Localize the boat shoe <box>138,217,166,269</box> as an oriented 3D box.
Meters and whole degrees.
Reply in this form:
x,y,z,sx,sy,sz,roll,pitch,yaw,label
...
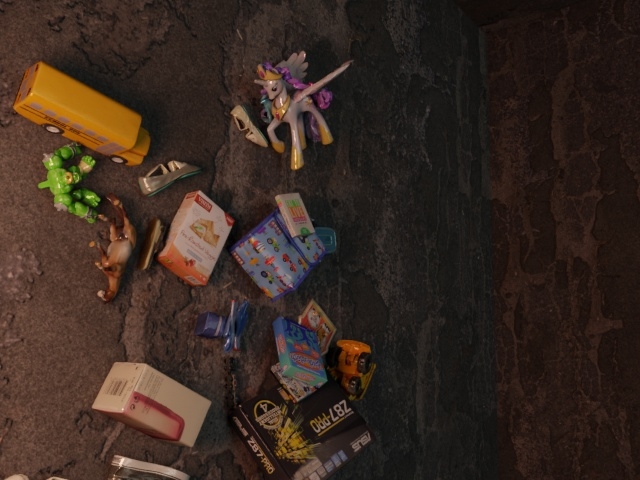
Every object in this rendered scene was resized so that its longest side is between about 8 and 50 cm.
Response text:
x,y,z,sx,sy,sz,roll,pitch,yaw,label
-0.449,0.013,1.569,0.049,0.056,0.152,29,62,-38,boat shoe

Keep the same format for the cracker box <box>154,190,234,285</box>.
x,y,z,sx,sy,sz,roll,pitch,yaw,label
-0.358,-0.006,1.673,0.156,0.067,0.232,44,52,-37,cracker box

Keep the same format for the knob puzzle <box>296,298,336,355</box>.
x,y,z,sx,sy,sz,roll,pitch,yaw,label
-0.019,0.332,2.045,0.213,0.030,0.212,11,75,-49,knob puzzle

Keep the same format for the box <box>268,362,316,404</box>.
x,y,z,sx,sy,sz,roll,pitch,yaw,label
-0.087,0.439,1.828,0.094,0.027,0.137,-17,60,-50,box

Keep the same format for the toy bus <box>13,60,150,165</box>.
x,y,z,sx,sy,sz,roll,pitch,yaw,label
-0.565,-0.300,1.429,0.333,0.130,0.108,26,64,-45,toy bus

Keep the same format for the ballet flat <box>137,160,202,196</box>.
x,y,z,sx,sy,sz,roll,pitch,yaw,label
-0.420,-0.190,1.630,0.213,0.072,0.068,-36,107,-46,ballet flat

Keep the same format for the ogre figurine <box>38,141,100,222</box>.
x,y,z,sx,sy,sz,roll,pitch,yaw,label
-0.601,-0.138,1.394,0.118,0.097,0.196,-17,113,-68,ogre figurine

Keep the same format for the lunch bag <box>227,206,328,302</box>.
x,y,z,sx,sy,sz,roll,pitch,yaw,label
-0.111,0.017,1.869,0.221,0.138,0.293,51,45,-7,lunch bag

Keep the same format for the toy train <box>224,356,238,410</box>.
x,y,z,sx,sy,sz,roll,pitch,yaw,label
-0.267,0.427,1.736,0.036,0.027,0.158,8,77,-60,toy train

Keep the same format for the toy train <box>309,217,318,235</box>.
x,y,z,sx,sy,sz,roll,pitch,yaw,label
-0.057,0.001,2.000,0.105,0.080,0.183,-2,80,-20,toy train

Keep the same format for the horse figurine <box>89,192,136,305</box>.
x,y,z,sx,sy,sz,roll,pitch,yaw,label
-0.515,0.012,1.453,0.174,0.066,0.263,83,9,-60,horse figurine

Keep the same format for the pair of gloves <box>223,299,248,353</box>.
x,y,z,sx,sy,sz,roll,pitch,yaw,label
-0.248,0.253,1.717,0.198,0.023,0.159,55,42,-79,pair of gloves

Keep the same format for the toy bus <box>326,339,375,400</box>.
x,y,z,sx,sy,sz,roll,pitch,yaw,label
0.109,0.503,2.098,0.220,0.150,0.211,-63,145,-32,toy bus

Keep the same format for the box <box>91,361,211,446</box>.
x,y,z,sx,sy,sz,roll,pitch,yaw,label
-0.420,0.413,1.459,0.232,0.149,0.126,44,52,-35,box

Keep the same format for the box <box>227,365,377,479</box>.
x,y,z,sx,sy,sz,roll,pitch,yaw,label
-0.047,0.585,1.800,0.395,0.097,0.318,-14,61,-50,box

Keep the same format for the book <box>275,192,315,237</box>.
x,y,z,sx,sy,sz,roll,pitch,yaw,label
-0.083,-0.080,1.861,0.096,0.035,0.144,-10,72,-51,book

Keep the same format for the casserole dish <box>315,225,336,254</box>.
x,y,z,sx,sy,sz,roll,pitch,yaw,label
0.000,0.000,2.123,0.189,0.037,0.114,1,83,-51,casserole dish

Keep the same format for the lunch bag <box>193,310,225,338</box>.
x,y,z,sx,sy,sz,roll,pitch,yaw,label
-0.314,0.246,1.660,0.065,0.098,0.067,23,67,-26,lunch bag

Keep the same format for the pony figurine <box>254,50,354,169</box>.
x,y,z,sx,sy,sz,roll,pitch,yaw,label
-0.069,-0.478,1.981,0.351,0.303,0.363,-44,132,-35,pony figurine

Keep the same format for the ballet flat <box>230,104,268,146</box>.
x,y,z,sx,sy,sz,roll,pitch,yaw,label
-0.237,-0.366,1.905,0.052,0.057,0.168,-42,114,-14,ballet flat

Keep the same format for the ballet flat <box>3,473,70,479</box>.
x,y,z,sx,sy,sz,roll,pitch,yaw,label
-0.616,0.569,1.235,0.400,0.139,0.139,37,57,-45,ballet flat

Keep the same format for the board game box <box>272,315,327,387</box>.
x,y,z,sx,sy,sz,roll,pitch,yaw,label
-0.068,0.357,1.869,0.160,0.047,0.210,30,28,-34,board game box

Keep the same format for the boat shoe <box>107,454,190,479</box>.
x,y,z,sx,sy,sz,roll,pitch,yaw,label
-0.435,0.601,1.470,0.219,0.078,0.070,30,60,-34,boat shoe
